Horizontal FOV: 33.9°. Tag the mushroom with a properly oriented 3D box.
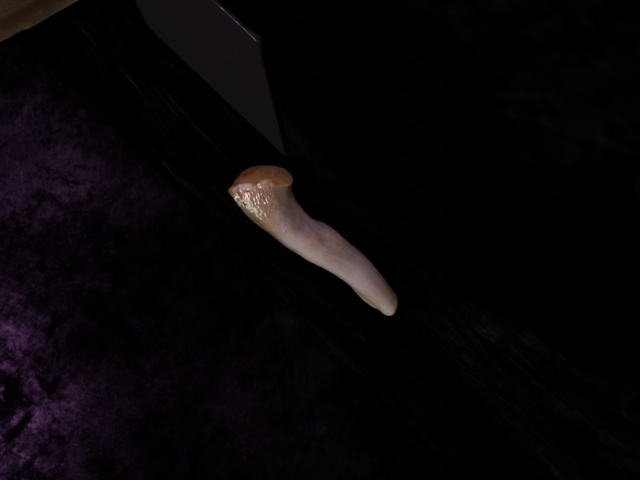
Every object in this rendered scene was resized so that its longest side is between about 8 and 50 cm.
[{"bbox_3d":[0.001,0.001,0.958,0.202,0.054,0.059,42,180,-24],"label":"mushroom"}]

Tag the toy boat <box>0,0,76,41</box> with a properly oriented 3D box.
[{"bbox_3d":[-0.244,-0.188,0.694,0.116,0.188,0.061,43,143,9],"label":"toy boat"}]

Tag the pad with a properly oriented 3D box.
[{"bbox_3d":[-0.090,-0.148,0.750,0.170,0.006,0.245,44,173,10],"label":"pad"}]
